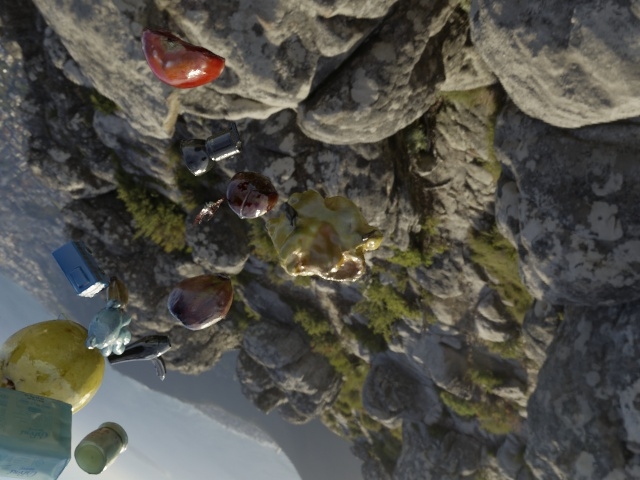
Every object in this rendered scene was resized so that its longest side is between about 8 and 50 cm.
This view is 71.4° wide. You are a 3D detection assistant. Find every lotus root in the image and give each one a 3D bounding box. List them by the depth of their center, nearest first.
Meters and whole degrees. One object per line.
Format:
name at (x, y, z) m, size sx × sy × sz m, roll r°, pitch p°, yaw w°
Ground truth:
lotus root at (-0.733, 0.204, 1.612) m, size 0.072 × 0.151 × 0.063 m, roll -10°, pitch 166°, yaw -9°

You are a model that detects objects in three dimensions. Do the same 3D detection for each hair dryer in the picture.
hair dryer at (-0.681, 0.492, 1.757) m, size 0.091 × 0.236 × 0.271 m, roll -116°, pitch 13°, yaw -53°

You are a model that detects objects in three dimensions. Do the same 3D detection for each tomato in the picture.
tomato at (-0.403, -0.512, 1.291) m, size 0.233 × 0.200 × 0.139 m, roll 26°, pitch 111°, yaw 5°

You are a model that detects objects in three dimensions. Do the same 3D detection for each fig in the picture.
fig at (-0.466, 0.237, 1.745) m, size 0.263 × 0.224 × 0.224 m, roll -12°, pitch 130°, yaw 6°

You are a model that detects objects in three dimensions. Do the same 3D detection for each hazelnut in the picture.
hazelnut at (-0.310, -0.199, 1.976) m, size 0.230 × 0.229 × 0.229 m, roll 22°, pitch 142°, yaw 18°

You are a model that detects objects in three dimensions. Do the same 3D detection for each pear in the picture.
pear at (-0.901, 0.432, 1.480) m, size 0.349 × 0.348 × 0.348 m, roll 22°, pitch 142°, yaw 18°

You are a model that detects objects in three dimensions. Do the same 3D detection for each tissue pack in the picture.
tissue pack at (-0.624, 0.360, 0.848) m, size 0.263 × 0.089 × 0.177 m, roll 35°, pitch -177°, yaw -36°

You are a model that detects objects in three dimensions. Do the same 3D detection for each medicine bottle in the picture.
medicine bottle at (-0.837, 0.792, 1.708) m, size 0.147 × 0.143 × 0.147 m, roll 2°, pitch 100°, yaw 10°

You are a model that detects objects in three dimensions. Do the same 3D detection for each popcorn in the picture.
popcorn at (0.000, 0.000, 1.308) m, size 0.316 × 0.297 × 0.281 m, roll 40°, pitch 148°, yaw 12°

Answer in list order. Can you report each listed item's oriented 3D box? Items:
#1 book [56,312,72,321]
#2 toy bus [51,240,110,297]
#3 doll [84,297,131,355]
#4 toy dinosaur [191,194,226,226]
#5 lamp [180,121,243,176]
book at (-1.068, 0.463, 1.764) m, size 0.217 × 0.310 × 0.021 m, roll 17°, pitch 167°, yaw 43°
toy bus at (-0.806, 0.098, 1.501) m, size 0.184 × 0.090 × 0.106 m, roll 55°, pitch 175°, yaw 3°
doll at (-0.502, 0.214, 1.052) m, size 0.075 × 0.120 × 0.179 m, roll 18°, pitch 150°, yaw -4°
toy dinosaur at (-0.477, -0.133, 1.923) m, size 0.032 × 0.220 × 0.108 m, roll 39°, pitch 156°, yaw 13°
lamp at (-0.381, -0.345, 1.665) m, size 0.228 × 0.172 × 0.147 m, roll -19°, pitch 84°, yaw 10°
